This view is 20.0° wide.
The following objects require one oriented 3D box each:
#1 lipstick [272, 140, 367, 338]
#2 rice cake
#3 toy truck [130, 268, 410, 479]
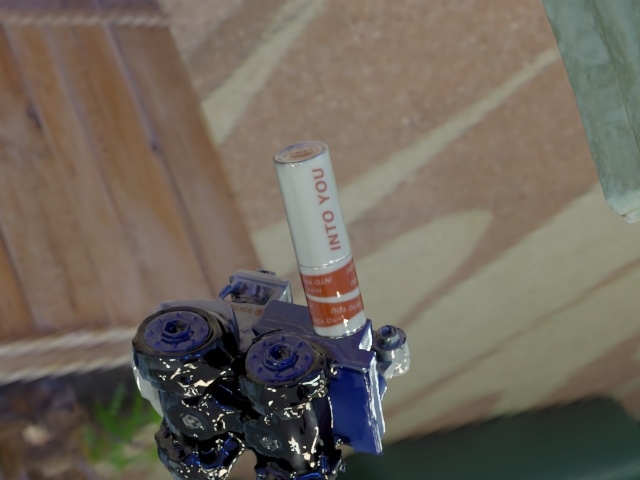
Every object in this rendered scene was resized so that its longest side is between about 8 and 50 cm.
[{"bbox_3d":[0.000,0.000,1.216,0.038,0.131,0.038,-11,-157,5],"label":"lipstick"},{"bbox_3d":[0.188,-0.121,1.080,0.038,0.211,0.124,0,160,-35],"label":"rice cake"},{"bbox_3d":[-0.044,0.104,1.515,0.213,0.177,0.161,12,136,20],"label":"toy truck"}]
